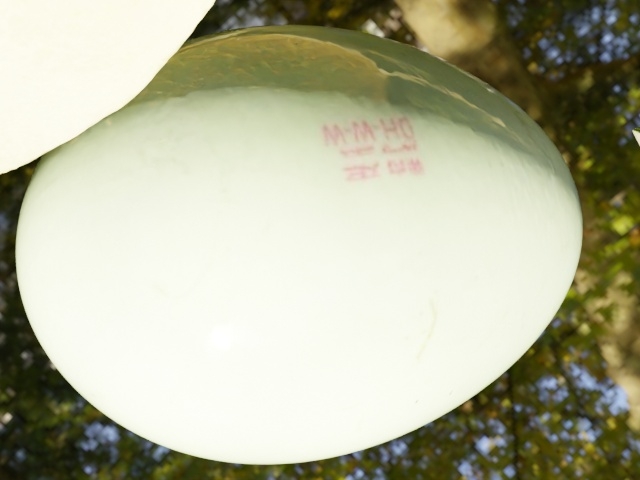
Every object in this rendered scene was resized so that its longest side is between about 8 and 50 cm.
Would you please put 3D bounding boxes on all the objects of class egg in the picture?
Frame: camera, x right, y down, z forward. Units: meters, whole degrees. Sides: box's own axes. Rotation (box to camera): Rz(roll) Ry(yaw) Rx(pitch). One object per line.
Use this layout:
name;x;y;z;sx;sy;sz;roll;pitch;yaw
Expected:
egg;0.000;0.000;0.562;0.264;0.183;0.183;-5;177;-35

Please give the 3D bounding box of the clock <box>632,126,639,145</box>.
clock;0.464;-0.063;1.263;0.235;0.166;0.309;-22;-136;-1

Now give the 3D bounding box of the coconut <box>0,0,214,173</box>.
coconut;-0.130;-0.128;0.374;0.241;0.241;0.241;-37;-158;18
